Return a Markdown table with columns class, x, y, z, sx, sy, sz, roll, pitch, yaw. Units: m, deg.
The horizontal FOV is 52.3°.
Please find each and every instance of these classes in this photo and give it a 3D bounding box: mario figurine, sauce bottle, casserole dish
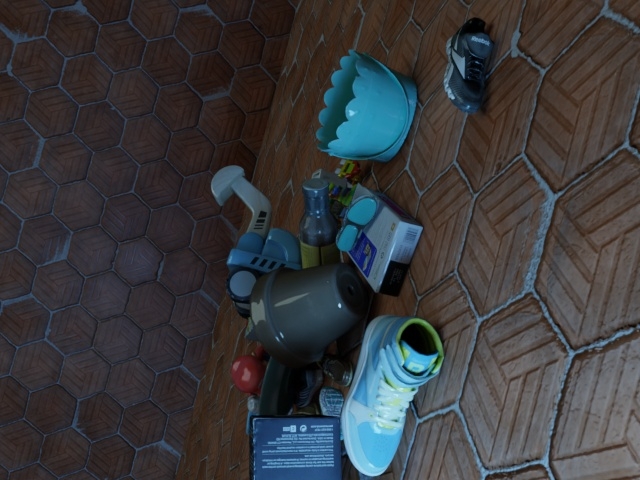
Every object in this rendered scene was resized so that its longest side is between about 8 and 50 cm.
| class | x | y | z | sx | sy | sz | roll | pitch | yaw |
| --- | --- | --- | --- | --- | --- | --- | --- | --- | --- |
| mario figurine | -0.174 | 0.436 | 2.117 | 0.320 | 0.170 | 0.198 | 19 | -132 | -84 |
| sauce bottle | 0.000 | 0.000 | 1.754 | 0.111 | 0.111 | 0.345 | -103 | 9 | -58 |
| casserole dish | -0.217 | 0.617 | 2.282 | 0.188 | 0.037 | 0.114 | 132 | 149 | -56 |

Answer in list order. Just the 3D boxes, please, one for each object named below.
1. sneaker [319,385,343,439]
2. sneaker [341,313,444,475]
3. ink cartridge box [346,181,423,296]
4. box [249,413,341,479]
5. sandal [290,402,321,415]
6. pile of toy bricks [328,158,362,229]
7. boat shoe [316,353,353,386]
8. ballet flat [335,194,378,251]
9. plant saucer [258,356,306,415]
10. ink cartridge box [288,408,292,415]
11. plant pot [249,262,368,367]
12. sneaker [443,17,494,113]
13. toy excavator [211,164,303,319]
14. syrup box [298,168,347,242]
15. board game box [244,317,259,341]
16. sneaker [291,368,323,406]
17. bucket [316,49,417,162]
| class | x | y | z | sx | sy | sz | roll | pitch | yaw |
| --- | --- | --- | --- | --- | --- | --- | --- | --- | --- |
| sneaker | 0.021 | 0.437 | 1.608 | 0.166 | 0.065 | 0.076 | -94 | 19 | -52 |
| sneaker | 0.138 | 0.286 | 1.234 | 0.208 | 0.127 | 0.319 | 146 | 136 | -68 |
| ink cartridge box | 0.135 | -0.015 | 1.608 | 0.371 | 0.069 | 0.176 | -126 | 52 | -66 |
| box | -0.064 | 0.535 | 1.397 | 0.343 | 0.178 | 0.313 | 118 | 153 | -75 |
| sandal | -0.043 | 0.480 | 1.744 | 0.240 | 0.079 | 0.088 | 170 | 114 | -72 |
| pile of toy bricks | 0.076 | -0.120 | 1.870 | 0.105 | 0.118 | 0.212 | 19 | 77 | 46 |
| boat shoe | 0.034 | 0.326 | 1.654 | 0.178 | 0.060 | 0.064 | -169 | 94 | -74 |
| ballet flat | 0.088 | -0.055 | 1.592 | 0.070 | 0.070 | 0.188 | -92 | 26 | -45 |
| plant saucer | -0.094 | 0.380 | 1.853 | 0.317 | 0.043 | 0.318 | 13 | -90 | -76 |
| ink cartridge box | -0.133 | 0.538 | 2.041 | 0.088 | 0.052 | 0.122 | -103 | 33 | -59 |
| plant pot | -0.008 | 0.164 | 1.638 | 0.229 | 0.263 | 0.263 | -26 | 44 | 29 |
| sneaker | 0.305 | -0.366 | 1.324 | 0.106 | 0.078 | 0.234 | 123 | 158 | -53 |
| toy excavator | -0.182 | 0.012 | 2.056 | 0.222 | 0.432 | 0.445 | 85 | -160 | -68 |
| syrup box | 0.006 | -0.096 | 2.054 | 0.096 | 0.093 | 0.237 | 164 | 119 | -72 |
| board game box | -0.163 | 0.204 | 2.265 | 0.142 | 0.144 | 0.275 | 129 | 150 | -54 |
| sneaker | -0.053 | 0.413 | 1.843 | 0.170 | 0.074 | 0.063 | 120 | 157 | -44 |
| bucket | 0.121 | -0.343 | 1.730 | 0.281 | 0.183 | 0.281 | -166 | 90 | -74 |
